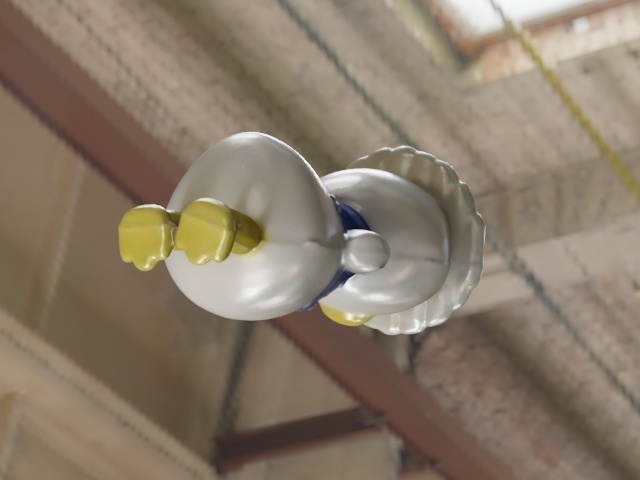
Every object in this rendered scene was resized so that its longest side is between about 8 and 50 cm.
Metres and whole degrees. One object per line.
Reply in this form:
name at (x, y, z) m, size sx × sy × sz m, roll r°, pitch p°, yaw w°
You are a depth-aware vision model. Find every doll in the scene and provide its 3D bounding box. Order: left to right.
doll at (0.000, 0.000, 1.069) m, size 0.293 × 0.138 × 0.119 m, roll -1°, pitch -86°, yaw -59°
